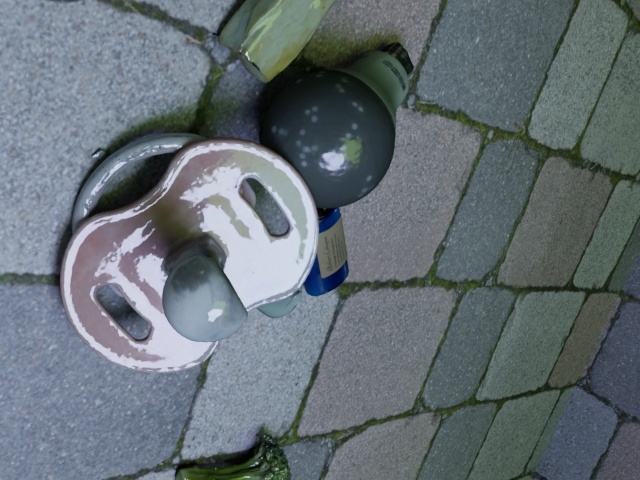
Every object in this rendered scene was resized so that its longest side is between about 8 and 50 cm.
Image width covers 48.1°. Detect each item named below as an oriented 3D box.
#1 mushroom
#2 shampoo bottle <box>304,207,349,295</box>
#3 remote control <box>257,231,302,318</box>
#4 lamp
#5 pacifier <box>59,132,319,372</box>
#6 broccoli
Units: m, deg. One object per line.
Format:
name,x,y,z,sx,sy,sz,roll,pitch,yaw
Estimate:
mushroom,-0.001,-0.339,0.899,0.312,0.081,0.100,-53,134,-5
shampoo bottle,0.000,0.000,1.133,0.087,0.050,0.183,-32,133,-24
remote control,-0.091,0.039,1.069,0.097,0.045,0.256,-50,142,-10
lamp,0.034,-0.189,0.987,0.182,0.181,0.314,55,51,-48
pacifier,-0.149,0.028,0.857,0.332,0.273,0.220,-36,149,-3
broccoli,-0.143,0.396,1.202,0.204,0.118,0.122,6,131,-34
